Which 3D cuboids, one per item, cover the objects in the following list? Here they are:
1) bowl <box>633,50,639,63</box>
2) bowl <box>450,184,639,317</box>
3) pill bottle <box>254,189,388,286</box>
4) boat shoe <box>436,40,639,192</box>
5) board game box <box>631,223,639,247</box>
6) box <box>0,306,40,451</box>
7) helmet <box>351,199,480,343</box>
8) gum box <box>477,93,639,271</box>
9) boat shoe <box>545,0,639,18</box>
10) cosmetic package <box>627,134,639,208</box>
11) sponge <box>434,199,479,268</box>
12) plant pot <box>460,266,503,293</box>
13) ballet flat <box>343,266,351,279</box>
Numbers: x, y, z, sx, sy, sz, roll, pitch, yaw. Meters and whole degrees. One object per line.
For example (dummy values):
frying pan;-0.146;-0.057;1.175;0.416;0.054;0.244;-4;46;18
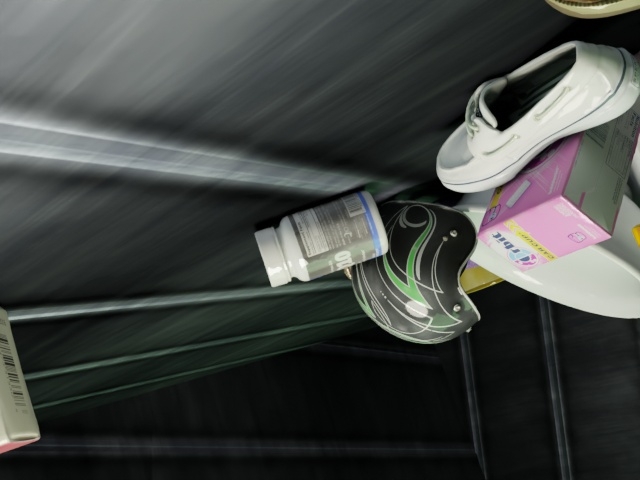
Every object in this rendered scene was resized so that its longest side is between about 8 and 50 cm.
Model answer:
bowl;0.370;-0.174;0.833;0.142;0.053;0.142;-13;167;-25
bowl;0.314;-0.022;1.122;0.134;0.298;0.298;-63;177;-11
pill bottle;0.000;0.000;0.966;0.137;0.078;0.078;-19;170;-4
boat shoe;0.163;-0.112;0.745;0.076;0.083;0.226;18;149;-28
board game box;0.515;-0.048;0.793;0.390;0.050;0.390;-28;160;26
box;-0.411;0.159;0.821;0.232;0.148;0.127;-18;171;-7
helmet;0.122;0.045;1.073;0.169;0.161;0.169;14;168;3
gum box;0.225;-0.074;0.789;0.107;0.062;0.188;-31;-153;55
boat shoe;0.216;-0.179;0.337;0.307;0.110;0.104;-26;168;26
cosmetic package;0.598;-0.158;1.037;0.453;0.161;0.230;-23;171;11
sponge;0.224;-0.010;1.295;0.210;0.031;0.117;-10;127;-46
plant pot;0.337;0.048;1.818;0.134;0.095;0.134;-19;169;-4
ballet flat;0.126;0.008;1.340;0.206;0.073;0.067;-15;-164;-14
